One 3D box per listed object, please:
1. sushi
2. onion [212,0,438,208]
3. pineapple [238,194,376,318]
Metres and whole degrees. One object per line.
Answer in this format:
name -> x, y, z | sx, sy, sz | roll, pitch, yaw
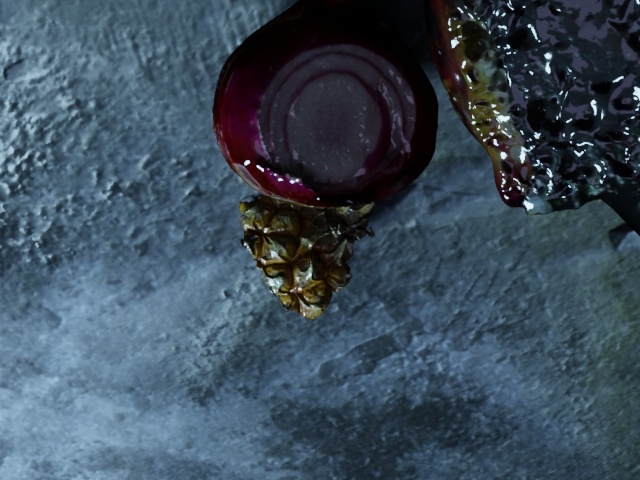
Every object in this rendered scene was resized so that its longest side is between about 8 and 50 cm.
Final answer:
sushi -> 0.181, -0.142, 1.347 | 0.212, 0.215, 0.227 | -14, 135, 17
onion -> 0.001, -0.122, 1.455 | 0.173, 0.198, 0.135 | 7, 179, -27
pineapple -> 0.000, 0.000, 1.623 | 0.114, 0.114, 0.077 | -27, 168, 7
